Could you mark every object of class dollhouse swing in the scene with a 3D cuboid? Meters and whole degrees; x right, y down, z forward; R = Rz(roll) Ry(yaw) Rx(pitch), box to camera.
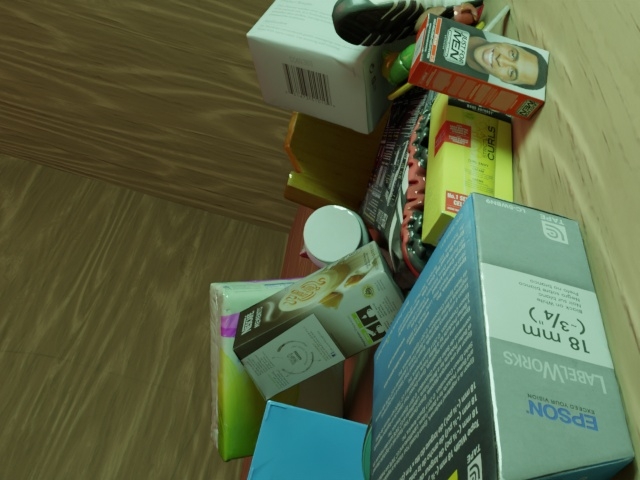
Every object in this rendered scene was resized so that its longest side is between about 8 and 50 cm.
[{"bbox_3d":[0.027,-0.220,1.557,0.305,0.315,0.346,-5,69,62],"label":"dollhouse swing"}]

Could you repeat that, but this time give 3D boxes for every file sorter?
[{"bbox_3d":[-0.010,0.305,1.037,0.104,0.171,0.118,125,160,-78],"label":"file sorter"}]

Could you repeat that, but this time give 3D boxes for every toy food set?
[{"bbox_3d":[0.156,-0.284,1.021,0.218,0.071,0.128,-29,14,49],"label":"toy food set"}]

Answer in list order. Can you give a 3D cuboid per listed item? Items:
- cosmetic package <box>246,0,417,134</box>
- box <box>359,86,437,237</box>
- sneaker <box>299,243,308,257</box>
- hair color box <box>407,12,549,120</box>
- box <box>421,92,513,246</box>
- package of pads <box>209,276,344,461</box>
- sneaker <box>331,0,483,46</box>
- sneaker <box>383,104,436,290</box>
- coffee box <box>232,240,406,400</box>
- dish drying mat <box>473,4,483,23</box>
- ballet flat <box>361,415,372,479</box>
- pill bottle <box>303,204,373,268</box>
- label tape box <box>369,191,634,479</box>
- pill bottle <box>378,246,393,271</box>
[{"bbox_3d":[0.072,-0.383,1.220,0.385,0.217,0.156,-55,-27,-28],"label":"cosmetic package"},{"bbox_3d":[0.146,-0.129,1.155,0.307,0.077,0.242,-118,44,-81],"label":"box"},{"bbox_3d":[0.000,0.000,1.975,0.252,0.103,0.111,177,107,-82],"label":"sneaker"},{"bbox_3d":[0.172,-0.188,0.788,0.043,0.141,0.071,120,164,-64],"label":"hair color box"},{"bbox_3d":[0.169,-0.090,0.830,0.058,0.088,0.232,114,170,-52],"label":"box"},{"bbox_3d":[-0.070,0.214,1.253,0.101,0.229,0.296,-159,69,-64],"label":"package of pads"},{"bbox_3d":[0.100,-0.377,1.040,0.106,0.281,0.162,-32,80,49],"label":"sneaker"},{"bbox_3d":[0.140,-0.053,0.930,0.135,0.098,0.275,122,162,-60],"label":"sneaker"},{"bbox_3d":[0.002,0.116,1.086,0.247,0.098,0.141,-29,16,7],"label":"coffee box"},{"bbox_3d":[0.247,-0.367,1.178,0.083,0.008,0.032,-99,27,-75],"label":"dish drying mat"},{"bbox_3d":[0.099,0.198,0.858,0.074,0.074,0.203,-106,26,-78],"label":"ballet flat"},{"bbox_3d":[0.035,0.005,1.349,0.221,0.121,0.121,45,-121,-78],"label":"pill bottle"},{"bbox_3d":[0.119,0.163,0.557,0.333,0.106,0.240,-82,10,-47],"label":"label tape box"},{"bbox_3d":[0.077,0.072,1.253,0.137,0.078,0.078,118,166,-61],"label":"pill bottle"}]
